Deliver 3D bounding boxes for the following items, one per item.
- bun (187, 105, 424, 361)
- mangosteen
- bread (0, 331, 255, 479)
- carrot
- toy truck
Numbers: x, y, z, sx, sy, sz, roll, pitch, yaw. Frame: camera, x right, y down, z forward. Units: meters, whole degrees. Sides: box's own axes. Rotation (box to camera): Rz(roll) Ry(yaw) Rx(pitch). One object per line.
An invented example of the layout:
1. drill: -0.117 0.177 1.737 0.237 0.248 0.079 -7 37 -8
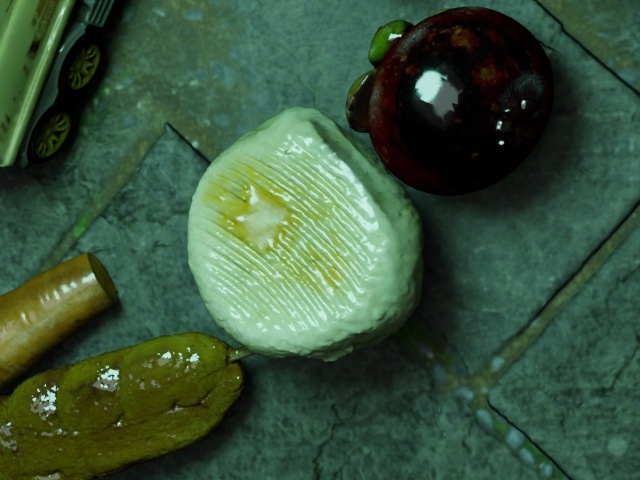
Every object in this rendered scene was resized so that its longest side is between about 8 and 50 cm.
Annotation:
1. bun: 0.000 0.000 1.342 0.244 0.153 0.244 0 90 27
2. mangosteen: 0.113 -0.136 1.305 0.199 0.200 0.200 1 93 15
3. bread: -0.198 0.162 1.439 0.344 0.084 0.124 -22 109 15
4. carrot: -0.300 0.083 1.465 0.193 0.087 0.087 -39 82 9
5. toy truck: -0.300 -0.260 1.362 0.180 0.254 0.405 28 98 16
